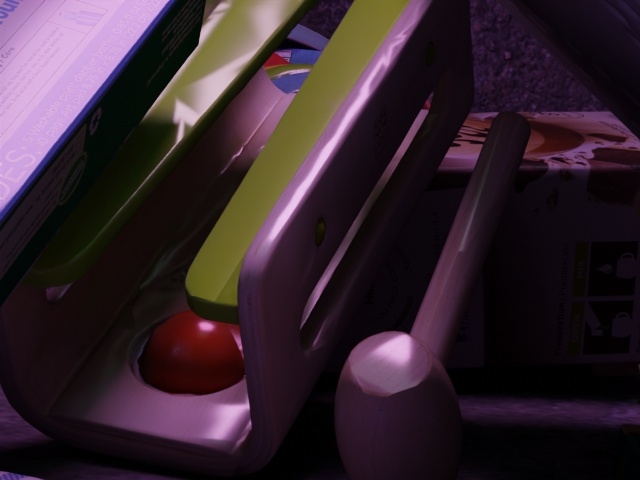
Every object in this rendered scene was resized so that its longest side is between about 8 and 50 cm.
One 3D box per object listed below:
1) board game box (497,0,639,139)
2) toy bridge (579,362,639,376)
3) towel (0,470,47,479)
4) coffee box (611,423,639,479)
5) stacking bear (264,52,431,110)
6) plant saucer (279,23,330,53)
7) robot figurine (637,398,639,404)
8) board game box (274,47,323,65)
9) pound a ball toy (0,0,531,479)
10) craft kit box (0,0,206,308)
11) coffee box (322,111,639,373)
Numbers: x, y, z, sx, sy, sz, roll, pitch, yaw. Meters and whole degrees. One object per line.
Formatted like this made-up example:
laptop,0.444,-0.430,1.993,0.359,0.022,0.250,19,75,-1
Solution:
board game box,0.203,-0.028,0.769,0.390,0.050,0.390,43,4,-3
toy bridge,0.156,0.058,1.179,0.063,0.026,0.188,3,7,-23
towel,-0.137,0.094,0.537,0.285,0.034,0.209,8,4,15
coffee box,0.168,0.103,0.643,0.113,0.040,0.184,5,6,2
stacking bear,-0.026,-0.057,1.283,0.164,0.175,0.289,46,0,-25
plant saucer,-0.085,-0.113,1.578,0.317,0.044,0.317,6,-28,3
robot figurine,0.203,0.075,0.832,0.115,0.067,0.101,2,-4,-20
board game box,-0.013,-0.067,1.531,0.165,0.042,0.243,6,-32,6
pound a ball toy,0.000,0.000,0.809,0.208,0.136,0.319,9,39,18
craft kit box,-0.201,-0.073,0.725,0.246,0.061,0.250,21,40,8
coffee box,0.056,-0.004,1.066,0.297,0.119,0.168,-2,15,-13
